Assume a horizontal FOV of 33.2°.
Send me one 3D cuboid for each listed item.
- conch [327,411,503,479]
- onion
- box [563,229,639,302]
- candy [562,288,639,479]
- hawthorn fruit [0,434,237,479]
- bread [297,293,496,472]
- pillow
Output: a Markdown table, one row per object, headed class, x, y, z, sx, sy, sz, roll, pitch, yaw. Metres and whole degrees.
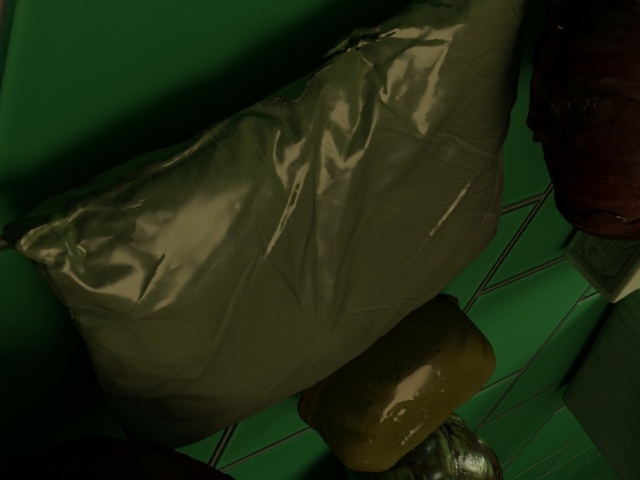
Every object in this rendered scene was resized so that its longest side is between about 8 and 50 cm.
| class | x | y | z | sx | sy | sz | roll | pitch | yaw |
| --- | --- | --- | --- | --- | --- | --- | --- | --- | --- |
| conch | 0.083 | 0.238 | 1.053 | 0.187 | 0.124 | 0.181 | -27 | 176 | 36 |
| onion | 0.182 | -0.086 | 0.554 | 0.147 | 0.184 | 0.184 | 2 | 159 | 13 |
| box | 0.355 | -0.059 | 0.974 | 0.256 | 0.069 | 0.164 | -24 | 152 | -31 |
| candy | 0.440 | 0.171 | 1.320 | 0.145 | 0.208 | 0.359 | -28 | 154 | -21 |
| hawthorn fruit | -0.140 | 0.320 | 0.535 | 0.402 | 0.403 | 0.403 | -31 | 155 | -17 |
| bread | 0.057 | 0.099 | 0.815 | 0.156 | 0.086 | 0.125 | -37 | 150 | -8 |
| pillow | -0.001 | 0.001 | 0.572 | 0.280 | 0.076 | 0.274 | -32 | 154 | -16 |
